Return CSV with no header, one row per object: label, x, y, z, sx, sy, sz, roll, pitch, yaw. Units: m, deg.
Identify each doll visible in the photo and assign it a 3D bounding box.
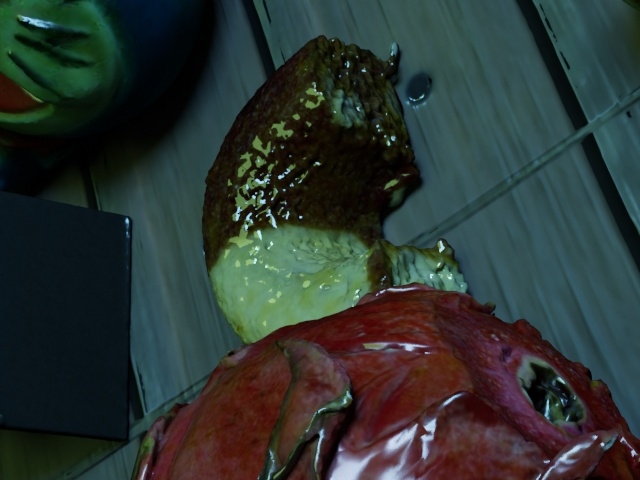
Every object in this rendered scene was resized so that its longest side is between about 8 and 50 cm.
doll,-0.195,-0.145,0.863,0.198,0.186,0.322,49,129,-4

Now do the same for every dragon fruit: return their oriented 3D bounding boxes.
dragon fruit,0.022,0.141,0.547,0.252,0.241,0.241,-42,50,1

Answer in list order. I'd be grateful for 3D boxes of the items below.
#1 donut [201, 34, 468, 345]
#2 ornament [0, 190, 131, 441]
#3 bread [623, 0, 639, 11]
donut,0.001,0.002,0.705,0.141,0.085,0.217,-37,55,25
ornament,-0.243,0.072,0.873,0.196,0.166,0.153,-32,54,47
bread,0.183,-0.134,0.593,0.103,0.156,0.110,-67,14,-8
